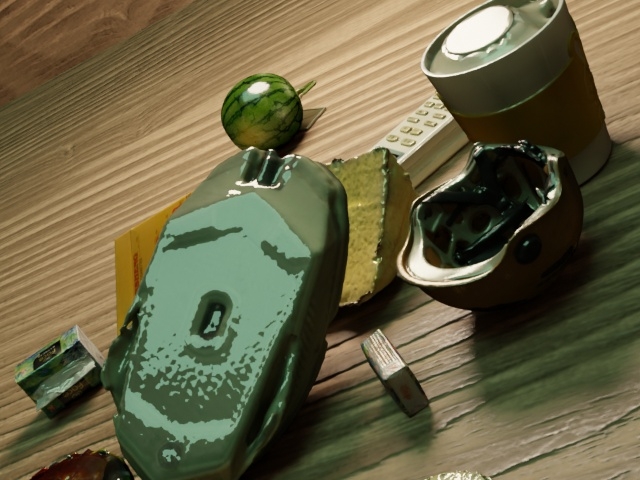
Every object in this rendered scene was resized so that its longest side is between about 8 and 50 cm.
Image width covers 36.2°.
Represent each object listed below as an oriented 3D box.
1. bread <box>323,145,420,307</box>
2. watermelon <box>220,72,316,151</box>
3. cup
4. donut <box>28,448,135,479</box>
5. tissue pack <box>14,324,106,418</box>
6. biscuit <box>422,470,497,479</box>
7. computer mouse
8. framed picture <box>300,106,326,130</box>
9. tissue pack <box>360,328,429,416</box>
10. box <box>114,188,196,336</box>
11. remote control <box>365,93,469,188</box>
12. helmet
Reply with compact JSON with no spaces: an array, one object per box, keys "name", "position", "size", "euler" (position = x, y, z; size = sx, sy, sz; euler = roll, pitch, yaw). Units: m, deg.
[{"name":"bread","position":[0.000,0.000,1.282],"size":[0.240,0.135,0.178],"euler":[-12,32,40]},{"name":"watermelon","position":[-0.086,-0.235,1.748],"size":[0.187,0.141,0.141],"euler":[-26,29,9]},{"name":"cup","position":[0.256,-0.195,1.233],"size":[0.185,0.226,0.241],"euler":[-20,29,26]},{"name":"donut","position":[-0.283,0.340,1.089],"size":[0.216,0.096,0.230],"euler":[-43,29,-19]},{"name":"tissue pack","position":[-0.374,0.196,1.424],"size":[0.111,0.085,0.079],"euler":[-34,29,-3]},{"name":"biscuit","position":[0.106,0.266,0.877],"size":[0.152,0.020,0.152],"euler":[-26,28,15]},{"name":"computer mouse","position":[-0.099,0.099,1.158],"size":[0.228,0.145,0.429],"euler":[12,74,24]},{"name":"framed picture","position":[-0.036,-0.223,1.815],"size":[0.089,0.007,0.066],"euler":[0,42,46]},{"name":"tissue pack","position":[0.078,0.143,1.056],"size":[0.035,0.063,0.083],"euler":[-32,27,-2]},{"name":"box","position":[-0.173,0.028,1.366],"size":[0.274,0.076,0.174],"euler":[-28,55,33]},{"name":"remote control","position":[0.135,-0.136,1.445],"size":[0.277,0.056,0.103],"euler":[-40,28,-13]},{"name":"helmet","position":[0.201,-0.002,1.088],"size":[0.224,0.130,0.198],"euler":[-51,27,-11]}]
